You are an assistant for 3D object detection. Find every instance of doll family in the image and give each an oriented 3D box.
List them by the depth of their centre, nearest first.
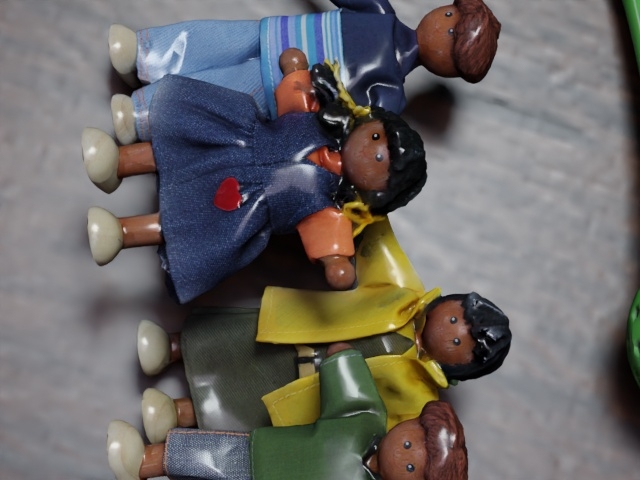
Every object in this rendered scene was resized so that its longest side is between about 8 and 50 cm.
[{"bbox_3d":[0.000,0.000,0.540,0.111,0.076,0.193,-10,81,12],"label":"doll family"}]

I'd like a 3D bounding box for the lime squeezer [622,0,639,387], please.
[{"bbox_3d":[0.155,0.043,0.565,0.310,0.059,0.110,49,47,9],"label":"lime squeezer"}]
